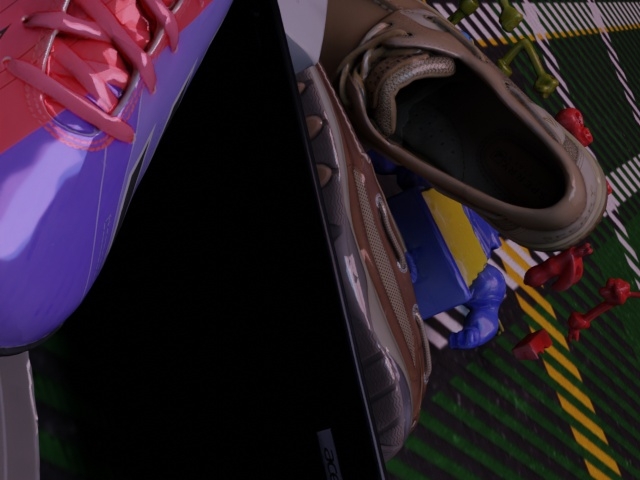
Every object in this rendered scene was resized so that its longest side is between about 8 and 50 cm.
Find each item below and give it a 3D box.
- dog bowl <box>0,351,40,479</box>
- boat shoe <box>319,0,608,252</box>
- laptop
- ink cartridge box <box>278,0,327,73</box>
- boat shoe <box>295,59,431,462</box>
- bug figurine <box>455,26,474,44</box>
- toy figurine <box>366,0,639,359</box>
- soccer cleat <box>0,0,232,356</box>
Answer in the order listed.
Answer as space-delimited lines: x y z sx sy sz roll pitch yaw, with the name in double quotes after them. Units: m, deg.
-0.202 0.035 0.247 0.349 0.102 0.348 -14 90 -85 "dog bowl"
0.070 -0.122 0.688 0.341 0.121 0.110 38 9 23 "boat shoe"
-0.034 0.040 0.480 0.264 0.137 0.234 44 33 -74 "laptop"
-0.121 -0.168 0.538 0.219 0.160 0.092 35 48 -39 "ink cartridge box"
0.000 0.000 0.663 0.116 0.123 0.324 -14 91 -61 "boat shoe"
0.091 -0.322 0.995 0.216 0.072 0.279 10 65 -51 "bug figurine"
0.116 -0.038 0.780 0.217 0.191 0.362 -28 94 -51 "toy figurine"
-0.077 -0.110 0.352 0.109 0.116 0.318 38 53 -40 "soccer cleat"
